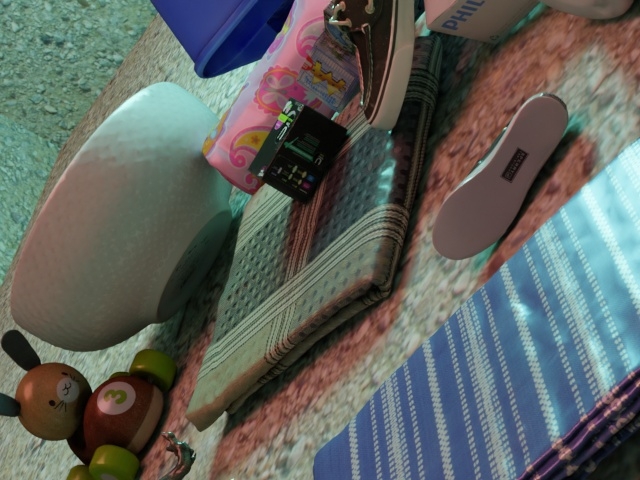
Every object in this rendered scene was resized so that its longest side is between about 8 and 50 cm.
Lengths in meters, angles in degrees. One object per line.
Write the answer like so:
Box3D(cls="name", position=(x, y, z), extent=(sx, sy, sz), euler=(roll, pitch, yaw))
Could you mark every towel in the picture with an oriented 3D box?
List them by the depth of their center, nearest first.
Box3D(cls="towel", position=(0.115, 0.088, 0.892), extent=(0.336, 0.040, 0.243), euler=(-46, 17, 16))
Box3D(cls="towel", position=(0.000, 0.000, 1.443), extent=(0.324, 0.056, 0.312), euler=(-40, 28, 44))

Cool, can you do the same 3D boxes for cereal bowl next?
Box3D(cls="cereal bowl", position=(-0.203, -0.008, 1.783), extent=(0.339, 0.141, 0.339), euler=(-56, -11, -16))

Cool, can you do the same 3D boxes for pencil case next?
Box3D(cls="pencil case", position=(-0.014, -0.177, 1.664), extent=(0.284, 0.124, 0.124), euler=(-57, 16, 7))

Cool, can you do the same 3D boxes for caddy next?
Box3D(cls="caddy", position=(-0.061, -0.341, 1.972), extent=(0.241, 0.179, 0.341), euler=(-33, -7, -44))

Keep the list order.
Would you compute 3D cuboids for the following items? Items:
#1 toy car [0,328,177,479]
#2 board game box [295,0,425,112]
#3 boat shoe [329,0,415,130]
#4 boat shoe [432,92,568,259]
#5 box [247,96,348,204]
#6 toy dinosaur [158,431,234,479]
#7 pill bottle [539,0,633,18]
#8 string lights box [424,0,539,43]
Box3D(cls="toy car", position=(-0.280, 0.176, 1.692), extent=(0.149, 0.188, 0.155), euler=(-39, 26, 51))
Box3D(cls="board game box", position=(0.055, -0.222, 1.484), extent=(0.194, 0.060, 0.194), euler=(-53, -4, -2))
Box3D(cls="boat shoe", position=(0.043, -0.205, 1.349), extent=(0.078, 0.070, 0.219), euler=(144, 129, -75))
Box3D(cls="boat shoe", position=(0.133, -0.046, 1.114), extent=(0.142, 0.049, 0.040), euler=(-54, -2, 14))
Box3D(cls="box", position=(-0.022, -0.085, 1.456), extent=(0.083, 0.052, 0.062), euler=(-60, 18, 4))
Box3D(cls="toy dinosaur", position=(-0.141, 0.249, 1.387), extent=(0.268, 0.064, 0.118), euler=(-45, 27, 34))
Box3D(cls="pill bottle", position=(0.220, -0.300, 1.128), extent=(0.245, 0.136, 0.136), euler=(-61, 16, -6))
Box3D(cls="string lights box", position=(0.142, -0.319, 1.333), extent=(0.133, 0.077, 0.259), euler=(-42, 46, 54))
